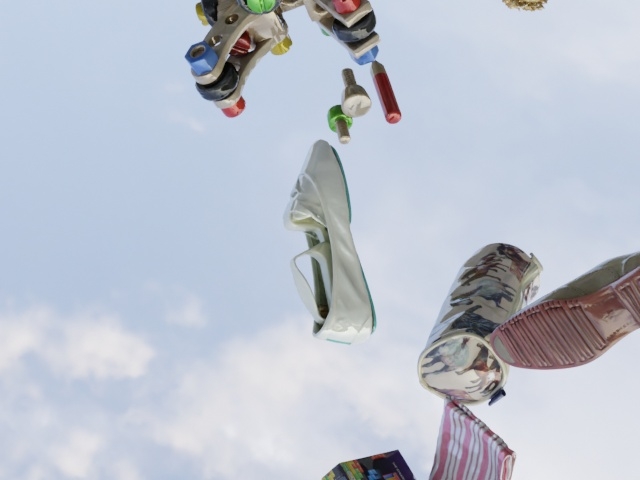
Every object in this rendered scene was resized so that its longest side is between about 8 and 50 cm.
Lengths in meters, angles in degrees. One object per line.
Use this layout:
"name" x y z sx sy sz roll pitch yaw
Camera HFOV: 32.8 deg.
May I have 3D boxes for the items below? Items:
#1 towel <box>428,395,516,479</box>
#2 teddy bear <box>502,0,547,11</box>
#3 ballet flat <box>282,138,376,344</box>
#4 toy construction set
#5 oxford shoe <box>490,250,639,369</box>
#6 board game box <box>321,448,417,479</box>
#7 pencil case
"towel" 0.194 0.307 1.452 0.029 0.144 0.197 6 -167 -21
"teddy bear" 0.256 -0.468 1.610 0.338 0.113 0.245 40 -110 15
"ballet flat" 0.000 0.000 2.009 0.139 0.139 0.400 -5 -105 -29
"toy construction set" -0.032 -0.294 1.477 0.309 0.257 0.237 30 -148 -35
"oxford shoe" 0.439 0.109 1.759 0.123 0.348 0.130 58 -151 -15
"board game box" 0.098 0.384 1.524 0.141 0.048 0.170 -1 -129 -50
"pencil case" 0.319 0.150 2.086 0.183 0.160 0.410 -14 -160 27
